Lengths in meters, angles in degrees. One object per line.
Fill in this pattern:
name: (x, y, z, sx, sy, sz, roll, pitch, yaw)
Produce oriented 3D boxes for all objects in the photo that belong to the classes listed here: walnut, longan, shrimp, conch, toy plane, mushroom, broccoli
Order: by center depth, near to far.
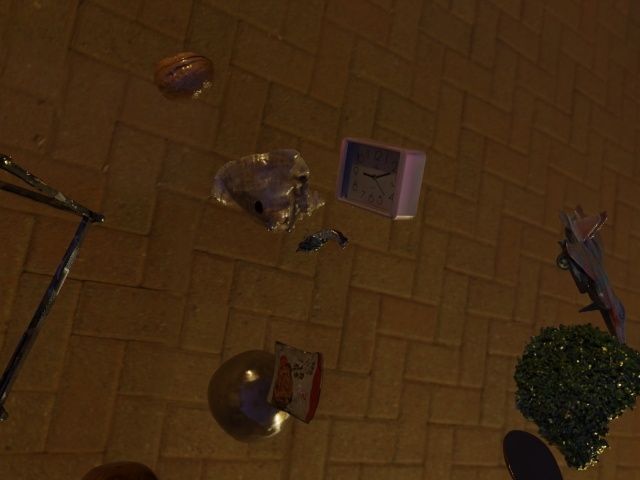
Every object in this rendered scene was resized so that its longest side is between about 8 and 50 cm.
broccoli: (0.399, 0.243, 0.899, 0.194, 0.194, 0.219, 39, 54, -26)
toy plane: (0.591, 0.082, 1.295, 0.223, 0.104, 0.326, -11, 89, -49)
mushroom: (-0.533, 0.675, 1.507, 0.283, 0.263, 0.195, -7, 123, -3)
walnut: (-0.388, -0.470, 1.723, 0.180, 0.144, 0.144, -25, 103, -1)
conch: (-0.141, -0.138, 1.725, 0.324, 0.186, 0.263, -4, 125, -23)
shrimp: (0.000, -0.005, 1.738, 0.082, 0.174, 0.076, -31, 107, -59)
longan: (-0.214, 0.491, 1.874, 0.297, 0.297, 0.297, 2, 86, -34)

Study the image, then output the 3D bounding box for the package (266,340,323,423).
package: (-0.061, 0.320, 1.368, 0.030, 0.239, 0.154, 14, 81, -31)

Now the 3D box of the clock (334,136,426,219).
clock: (0.122, -0.133, 1.268, 0.063, 0.197, 0.150, -4, 109, -39)

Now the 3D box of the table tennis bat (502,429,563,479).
table tennis bat: (0.555, 0.614, 1.500, 0.173, 0.022, 0.301, 15, 39, -17)

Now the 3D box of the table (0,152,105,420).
table: (-0.539, 0.041, 0.845, 0.222, 0.272, 0.335, 52, 57, -66)
